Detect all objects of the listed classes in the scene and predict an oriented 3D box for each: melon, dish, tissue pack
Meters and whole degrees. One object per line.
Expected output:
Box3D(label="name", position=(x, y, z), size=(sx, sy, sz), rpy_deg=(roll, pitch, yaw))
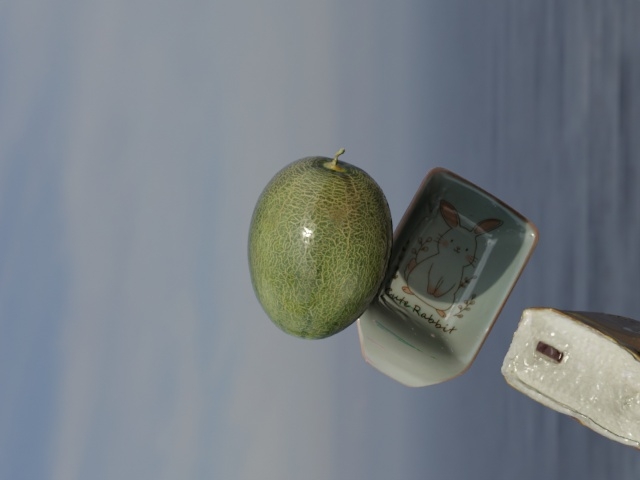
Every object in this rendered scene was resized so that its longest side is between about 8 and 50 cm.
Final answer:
Box3D(label="melon", position=(0.000, 0.000, 1.820), size=(0.139, 0.139, 0.192), rpy_deg=(-87, 7, -68))
Box3D(label="dish", position=(0.126, 0.049, 2.166), size=(0.234, 0.154, 0.064), rpy_deg=(-61, 14, -11))
Box3D(label="tissue pack", position=(0.292, 0.129, 1.749), size=(0.226, 0.183, 0.092), rpy_deg=(12, -81, -57))
